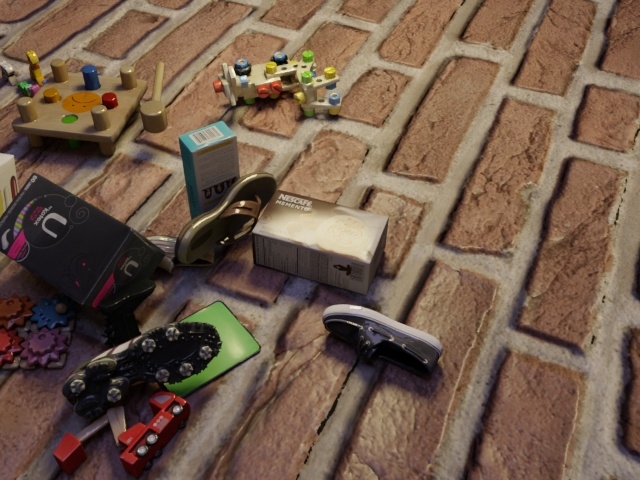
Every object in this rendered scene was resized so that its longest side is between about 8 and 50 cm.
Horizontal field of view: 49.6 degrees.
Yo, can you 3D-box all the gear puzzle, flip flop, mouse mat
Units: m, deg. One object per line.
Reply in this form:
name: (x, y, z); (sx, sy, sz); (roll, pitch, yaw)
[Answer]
gear puzzle: (-0.629, 0.159, 1.280); (0.338, 0.044, 0.176); (-1, 46, -2)
flip flop: (-0.175, -0.039, 1.385); (0.080, 0.112, 0.277); (26, 46, 25)
mouse mat: (-0.224, 0.198, 1.279); (0.189, 0.007, 0.152); (-28, 53, -27)

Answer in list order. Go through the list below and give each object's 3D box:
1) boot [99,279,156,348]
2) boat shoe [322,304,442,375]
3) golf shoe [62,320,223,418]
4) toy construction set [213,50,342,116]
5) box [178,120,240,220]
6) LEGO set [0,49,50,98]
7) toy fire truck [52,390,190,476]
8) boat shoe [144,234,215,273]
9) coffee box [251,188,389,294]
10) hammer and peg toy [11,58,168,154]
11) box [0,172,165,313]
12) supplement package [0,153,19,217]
boot: (-0.349, 0.138, 1.271); (0.045, 0.099, 0.121); (19, 37, 38)
boat shoe: (0.104, 0.187, 1.254); (0.228, 0.080, 0.076); (20, 47, 8)
golf shoe: (-0.308, 0.200, 1.193); (0.272, 0.105, 0.120); (-20, 15, -15)
toy construction set: (-0.121, -0.397, 1.772); (0.327, 0.151, 0.215); (-4, 45, -20)
box: (-0.220, -0.117, 1.417); (0.100, 0.244, 0.060); (-25, 51, -24)
LEGO set: (-0.761, -0.437, 1.823); (0.087, 0.093, 0.227); (-35, 56, -30)
toy fire truck: (-0.321, 0.315, 1.135); (0.135, 0.047, 0.192); (22, 48, 22)
boat shoe: (-0.309, 0.032, 1.401); (0.189, 0.068, 0.072); (-6, 58, -7)
coffee box: (0.000, 0.000, 1.411); (0.246, 0.098, 0.141); (15, 47, 13)
hammer and peg toy: (-0.530, -0.328, 1.700); (0.361, 0.127, 0.266); (6, 44, 5)
box: (-0.465, 0.012, 1.323); (0.270, 0.143, 0.165); (26, 79, 22)
supplement package: (-0.764, -0.073, 1.385); (0.203, 0.145, 0.262); (7, 28, 6)
